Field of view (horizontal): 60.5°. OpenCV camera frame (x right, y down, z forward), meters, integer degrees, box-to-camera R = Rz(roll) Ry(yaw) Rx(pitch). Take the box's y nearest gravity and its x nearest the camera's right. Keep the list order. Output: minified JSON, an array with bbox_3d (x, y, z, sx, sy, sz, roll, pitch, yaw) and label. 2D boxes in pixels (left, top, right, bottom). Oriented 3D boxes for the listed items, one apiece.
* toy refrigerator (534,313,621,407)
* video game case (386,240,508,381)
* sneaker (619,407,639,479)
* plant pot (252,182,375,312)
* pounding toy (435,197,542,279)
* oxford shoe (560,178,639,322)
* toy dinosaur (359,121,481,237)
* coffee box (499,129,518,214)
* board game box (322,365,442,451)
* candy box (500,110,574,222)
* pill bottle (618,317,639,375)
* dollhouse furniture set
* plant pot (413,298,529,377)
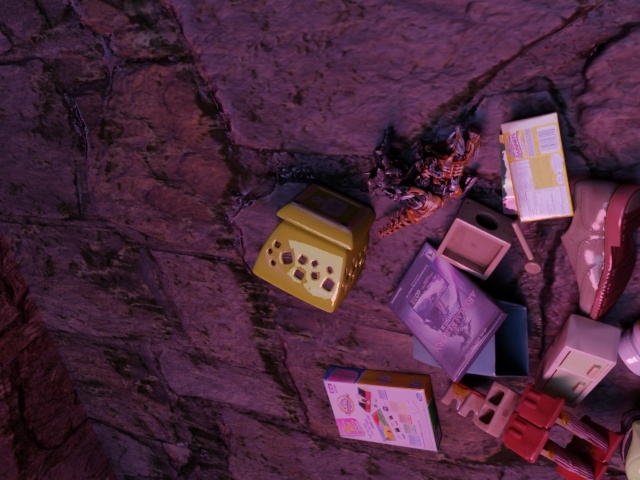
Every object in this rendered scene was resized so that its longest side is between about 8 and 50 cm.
[{"bbox_3d":[0.568,0.281,1.234,0.102,0.094,0.269,18,147,16],"label":"toy refrigerator"},{"bbox_3d":[0.280,0.157,1.266,0.196,0.026,0.274,-61,40,20],"label":"video game case"},{"bbox_3d":[0.829,0.553,1.285,0.185,0.202,0.483,-21,125,24],"label":"sneaker"},{"bbox_3d":[0.000,0.000,1.332,0.227,0.228,0.207,26,120,11],"label":"plant pot"},{"bbox_3d":[0.388,-0.006,1.198,0.206,0.094,0.181,27,137,9],"label":"pounding toy"},{"bbox_3d":[0.572,0.026,1.146,0.130,0.123,0.348,28,134,43],"label":"oxford shoe"},{"bbox_3d":[0.212,-0.123,1.201,0.218,0.164,0.322,25,107,-9],"label":"toy dinosaur"},{"bbox_3d":[0.432,-0.142,1.136,0.113,0.040,0.184,3,120,27],"label":"coffee box"},{"bbox_3d":[0.185,0.500,1.639,0.316,0.064,0.242,-1,118,27],"label":"board game box"},{"bbox_3d":[0.428,-0.141,1.081,0.105,0.027,0.206,-6,106,34],"label":"candy box"},{"bbox_3d":[0.737,0.195,1.140,0.119,0.119,0.208,43,129,-3],"label":"pill bottle"},{"bbox_3d":[0.496,0.429,1.343,0.201,0.152,0.374,31,175,-18],"label":"dollhouse furniture set"},{"bbox_3d":[0.346,0.235,1.306,0.234,0.165,0.166,-10,72,44],"label":"plant pot"}]
